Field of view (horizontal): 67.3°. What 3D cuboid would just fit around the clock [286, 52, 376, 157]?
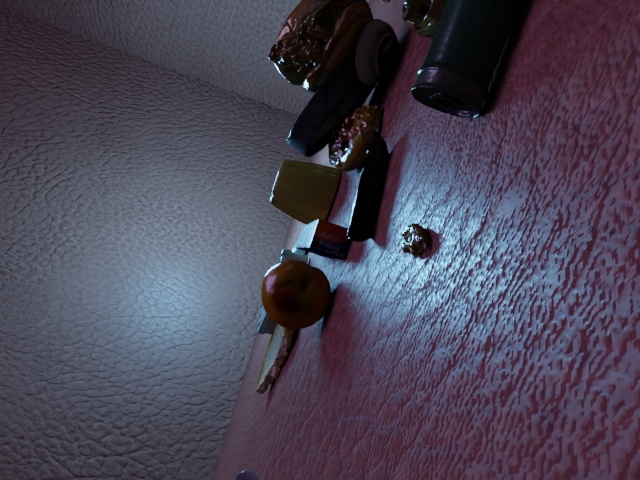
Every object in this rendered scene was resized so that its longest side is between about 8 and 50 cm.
[{"bbox_3d":[0.040,-0.344,1.235,0.312,0.061,0.312,-47,-2,-2],"label":"clock"}]

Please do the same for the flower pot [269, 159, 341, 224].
[{"bbox_3d":[-0.051,-0.149,1.447,0.195,0.179,0.195,-161,90,-85],"label":"flower pot"}]

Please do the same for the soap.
[{"bbox_3d":[-0.116,0.168,1.513,0.150,0.094,0.261,-91,21,-55],"label":"soap"}]

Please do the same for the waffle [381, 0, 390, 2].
[{"bbox_3d":[0.250,-0.858,1.480,0.221,0.055,0.234,120,171,-66],"label":"waffle"}]

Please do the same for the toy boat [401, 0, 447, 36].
[{"bbox_3d":[0.164,-0.361,0.763,0.206,0.072,0.064,-92,23,-69],"label":"toy boat"}]

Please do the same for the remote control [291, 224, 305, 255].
[{"bbox_3d":[-0.070,0.026,1.665,0.103,0.051,0.293,-82,14,-59],"label":"remote control"}]

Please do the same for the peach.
[{"bbox_3d":[-0.051,0.108,0.938,0.138,0.138,0.138,-161,90,-83],"label":"peach"}]

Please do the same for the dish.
[{"bbox_3d":[0.148,-0.413,1.070,0.141,0.078,0.141,-35,-43,-41],"label":"dish"}]

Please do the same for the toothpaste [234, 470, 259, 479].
[{"bbox_3d":[-0.170,0.571,1.037,0.089,0.057,0.234,-77,2,-49],"label":"toothpaste"}]

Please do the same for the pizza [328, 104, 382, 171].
[{"bbox_3d":[0.070,-0.242,1.132,0.305,0.086,0.161,-144,74,-81],"label":"pizza"}]

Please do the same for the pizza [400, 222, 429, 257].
[{"bbox_3d":[0.102,0.000,0.529,0.083,0.016,0.037,-118,41,-79],"label":"pizza"}]

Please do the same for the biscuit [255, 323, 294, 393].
[{"bbox_3d":[-0.112,0.283,1.356,0.204,0.040,0.309,-80,11,-48],"label":"biscuit"}]

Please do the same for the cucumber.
[{"bbox_3d":[0.078,-0.077,0.815,0.070,0.046,0.220,117,171,-62],"label":"cucumber"}]

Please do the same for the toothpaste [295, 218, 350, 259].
[{"bbox_3d":[0.001,0.000,1.072,0.320,0.076,0.066,180,108,-82],"label":"toothpaste"}]

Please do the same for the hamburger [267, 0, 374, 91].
[{"bbox_3d":[0.006,-0.453,1.105,0.286,0.146,0.243,-47,-8,-27],"label":"hamburger"}]

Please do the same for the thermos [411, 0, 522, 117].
[{"bbox_3d":[0.160,-0.221,0.471,0.073,0.083,0.187,31,102,61],"label":"thermos"}]
